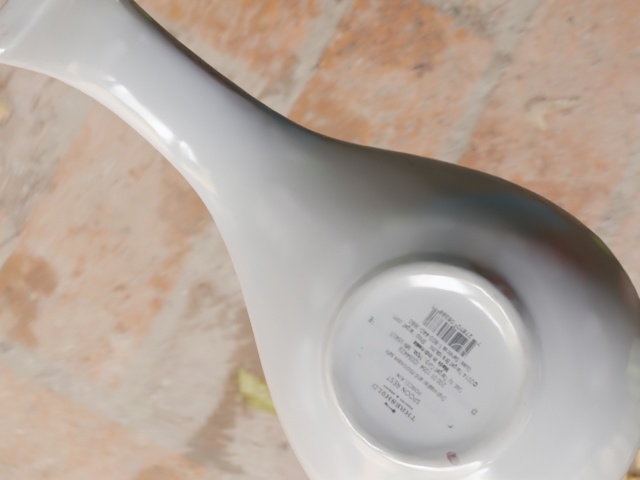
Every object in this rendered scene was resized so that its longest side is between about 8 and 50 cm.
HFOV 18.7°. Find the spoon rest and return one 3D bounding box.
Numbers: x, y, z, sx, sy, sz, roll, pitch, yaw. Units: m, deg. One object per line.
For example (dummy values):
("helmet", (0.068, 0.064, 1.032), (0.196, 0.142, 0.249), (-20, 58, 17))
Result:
("spoon rest", (0.000, 0.000, 0.706), (0.276, 0.084, 0.137), (43, 98, 10))
